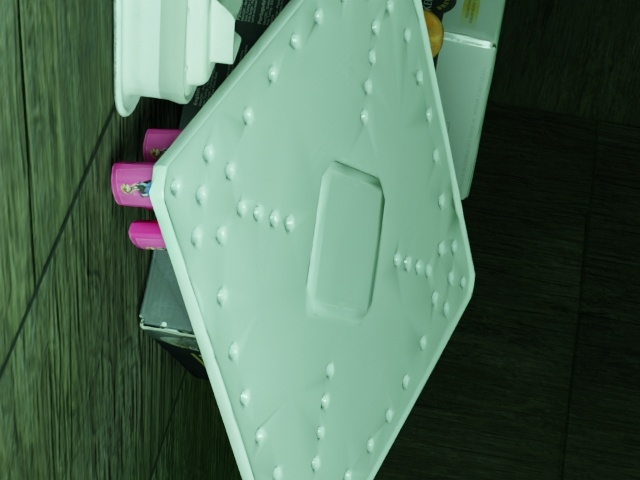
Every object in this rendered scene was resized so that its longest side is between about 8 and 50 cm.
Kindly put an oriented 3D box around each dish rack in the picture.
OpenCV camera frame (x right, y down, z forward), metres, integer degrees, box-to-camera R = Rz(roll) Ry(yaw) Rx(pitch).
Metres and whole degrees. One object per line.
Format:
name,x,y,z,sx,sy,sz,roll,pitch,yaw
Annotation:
dish rack,-0.061,-0.265,1.050,0.285,0.072,0.333,-76,175,-46

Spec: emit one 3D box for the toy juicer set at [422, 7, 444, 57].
toy juicer set,0.062,-0.188,1.469,0.209,0.089,0.329,74,24,-81

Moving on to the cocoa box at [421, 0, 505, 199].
cocoa box,0.088,-0.254,1.903,0.347,0.228,0.231,-75,174,-45

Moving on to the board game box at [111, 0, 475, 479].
board game box,0.000,0.000,1.271,0.390,0.050,0.390,-56,142,-44

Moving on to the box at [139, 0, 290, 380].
box,-0.049,-0.087,1.426,0.318,0.097,0.395,82,18,-80
